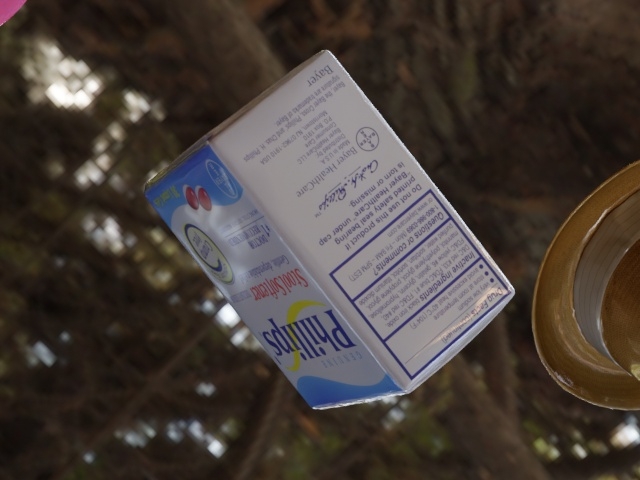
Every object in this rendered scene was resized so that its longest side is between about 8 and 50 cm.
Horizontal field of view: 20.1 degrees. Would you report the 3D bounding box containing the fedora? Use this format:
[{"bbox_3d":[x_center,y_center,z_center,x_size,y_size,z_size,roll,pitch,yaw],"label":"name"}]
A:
[{"bbox_3d":[0.215,0.037,1.038,0.194,0.194,0.079,-37,-140,5],"label":"fedora"}]

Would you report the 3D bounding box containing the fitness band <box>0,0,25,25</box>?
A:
[{"bbox_3d":[-0.351,-0.233,1.419,0.290,0.209,0.054,-23,-145,-20],"label":"fitness band"}]

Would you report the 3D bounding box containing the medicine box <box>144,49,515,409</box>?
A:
[{"bbox_3d":[0.000,0.000,1.701,0.149,0.289,0.263,-39,-175,-20],"label":"medicine box"}]
